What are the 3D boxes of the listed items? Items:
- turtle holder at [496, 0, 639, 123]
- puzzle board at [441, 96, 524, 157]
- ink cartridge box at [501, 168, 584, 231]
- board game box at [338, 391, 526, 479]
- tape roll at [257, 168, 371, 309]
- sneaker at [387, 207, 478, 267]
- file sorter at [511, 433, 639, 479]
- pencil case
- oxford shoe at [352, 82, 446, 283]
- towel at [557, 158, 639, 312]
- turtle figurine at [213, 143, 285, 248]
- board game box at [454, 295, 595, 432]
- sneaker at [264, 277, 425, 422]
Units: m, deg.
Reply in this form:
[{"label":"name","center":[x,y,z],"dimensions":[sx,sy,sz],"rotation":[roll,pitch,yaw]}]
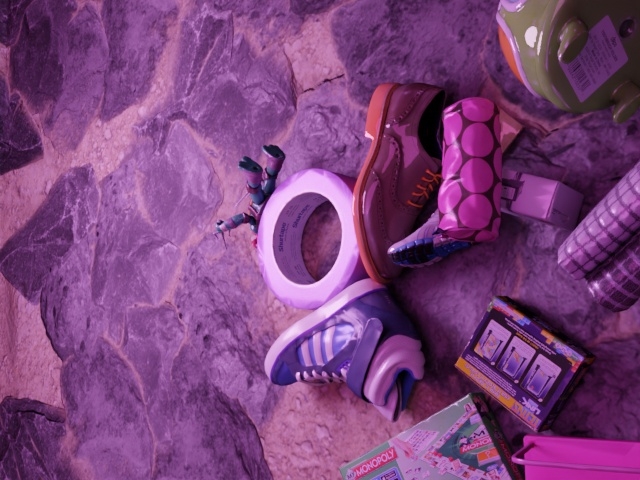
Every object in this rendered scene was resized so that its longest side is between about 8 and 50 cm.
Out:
[{"label":"turtle holder","center":[0.386,-0.347,0.952],"dimensions":[0.227,0.244,0.320],"rotation":[53,129,52]},{"label":"puzzle board","center":[0.278,-0.169,1.173],"dimensions":[0.128,0.011,0.096],"rotation":[-55,52,21]},{"label":"ink cartridge box","center":[0.316,-0.068,1.059],"dimensions":[0.151,0.109,0.063],"rotation":[21,96,41]},{"label":"board game box","center":[0.189,0.422,1.149],"dimensions":[0.317,0.046,0.213],"rotation":[-40,60,31]},{"label":"tape roll","center":[0.000,0.000,1.345],"dimensions":[0.275,0.090,0.274],"rotation":[-7,79,40]},{"label":"sneaker","center":[0.202,-0.017,1.165],"dimensions":[0.191,0.071,0.082],"rotation":[-21,54,8]},{"label":"file sorter","center":[0.358,0.418,0.882],"dimensions":[0.202,0.182,0.290],"rotation":[-5,81,28]},{"label":"pencil case","center":[0.219,-0.103,1.020],"dimensions":[0.098,0.095,0.209],"rotation":[-12,69,61]},{"label":"oxford shoe","center":[0.147,-0.101,1.199],"dimensions":[0.133,0.130,0.363],"rotation":[6,92,37]},{"label":"towel","center":[0.431,-0.043,0.853],"dimensions":[0.121,0.284,0.235],"rotation":[44,118,13]},{"label":"turtle figurine","center":[-0.139,-0.084,1.461],"dimensions":[0.118,0.175,0.234],"rotation":[22,132,6]},{"label":"board game box","center":[0.316,0.190,1.067],"dimensions":[0.170,0.048,0.141],"rotation":[39,112,37]},{"label":"sneaker","center":[0.046,0.245,1.242],"dimensions":[0.323,0.130,0.236],"rotation":[-42,55,23]}]
